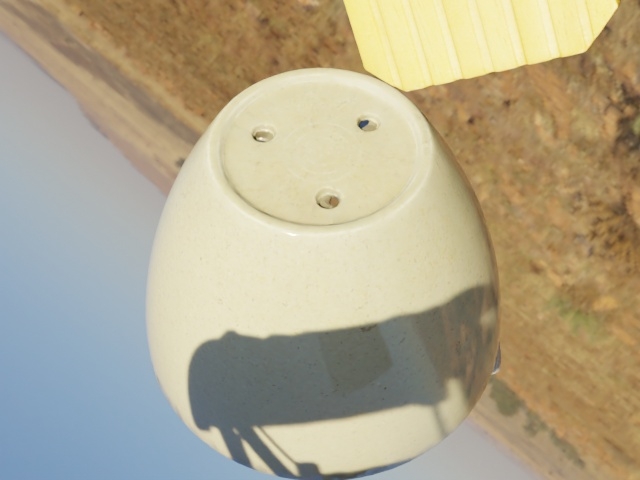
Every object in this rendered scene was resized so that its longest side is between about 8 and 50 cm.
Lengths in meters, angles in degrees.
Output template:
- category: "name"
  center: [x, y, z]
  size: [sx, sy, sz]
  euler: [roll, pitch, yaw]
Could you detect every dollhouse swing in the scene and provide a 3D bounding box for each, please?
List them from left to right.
- category: "dollhouse swing"
  center: [0.092, -0.307, 0.849]
  size: [0.346, 0.305, 0.315]
  euler: [-7, -172, 30]

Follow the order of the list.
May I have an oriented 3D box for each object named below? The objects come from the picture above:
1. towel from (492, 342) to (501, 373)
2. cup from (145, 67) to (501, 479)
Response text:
- category: "towel"
  center: [0.152, 0.051, 1.149]
  size: [0.282, 0.049, 0.187]
  euler: [-152, 50, -76]
- category: "cup"
  center: [0.000, 0.000, 0.740]
  size: [0.331, 0.331, 0.237]
  euler: [38, 153, 25]
